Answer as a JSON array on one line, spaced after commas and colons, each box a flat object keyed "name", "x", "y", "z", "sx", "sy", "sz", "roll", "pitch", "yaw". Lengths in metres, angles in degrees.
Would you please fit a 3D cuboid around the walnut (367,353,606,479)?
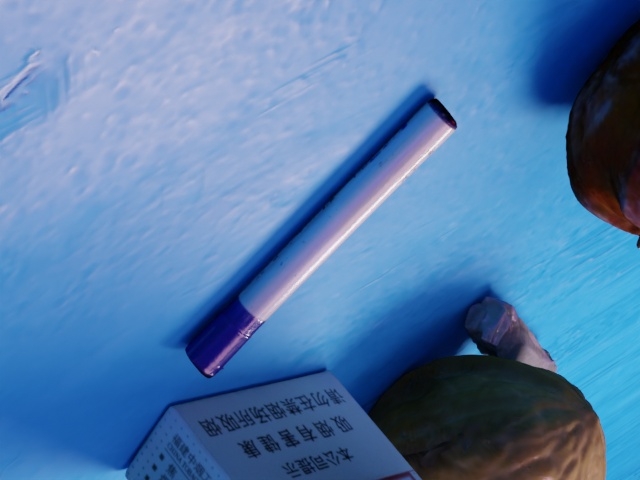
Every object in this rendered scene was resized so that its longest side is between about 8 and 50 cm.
[{"name": "walnut", "x": 0.148, "y": 0.216, "z": 1.664, "sx": 0.261, "sy": 0.225, "sz": 0.225, "roll": -31, "pitch": 161, "yaw": 24}]

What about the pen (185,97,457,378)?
[{"name": "pen", "x": 0.000, "y": 0.000, "z": 1.303, "sx": 0.269, "sy": 0.033, "sz": 0.033, "roll": -45, "pitch": 156, "yaw": 13}]

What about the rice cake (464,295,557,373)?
[{"name": "rice cake", "x": 0.193, "y": 0.109, "z": 1.762, "sx": 0.055, "sy": 0.049, "sz": 0.270, "roll": -54, "pitch": 156, "yaw": -2}]

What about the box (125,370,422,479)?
[{"name": "box", "x": 0.022, "y": 0.264, "z": 1.429, "sx": 0.210, "sy": 0.330, "sz": 0.095, "roll": -7, "pitch": 141, "yaw": -51}]

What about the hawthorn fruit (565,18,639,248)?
[{"name": "hawthorn fruit", "x": 0.328, "y": -0.107, "z": 1.389, "sx": 0.272, "sy": 0.242, "sz": 0.242, "roll": -64, "pitch": 154, "yaw": 1}]
